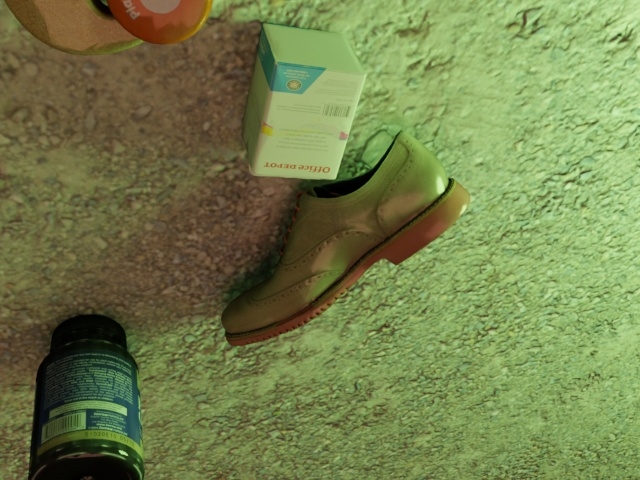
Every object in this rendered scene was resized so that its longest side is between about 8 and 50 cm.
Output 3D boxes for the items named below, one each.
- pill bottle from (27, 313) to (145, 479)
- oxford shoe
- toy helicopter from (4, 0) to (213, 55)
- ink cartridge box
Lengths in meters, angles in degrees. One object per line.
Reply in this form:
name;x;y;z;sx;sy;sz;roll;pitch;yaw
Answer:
pill bottle;-0.274;0.196;0.900;0.123;0.219;0.122;-8;131;-9
oxford shoe;0.000;0.000;0.909;0.348;0.123;0.130;-36;103;16
toy helicopter;-0.210;-0.316;0.574;0.235;0.140;0.354;-5;120;-1
ink cartridge box;-0.024;-0.133;0.781;0.092;0.089;0.143;4;129;-18
